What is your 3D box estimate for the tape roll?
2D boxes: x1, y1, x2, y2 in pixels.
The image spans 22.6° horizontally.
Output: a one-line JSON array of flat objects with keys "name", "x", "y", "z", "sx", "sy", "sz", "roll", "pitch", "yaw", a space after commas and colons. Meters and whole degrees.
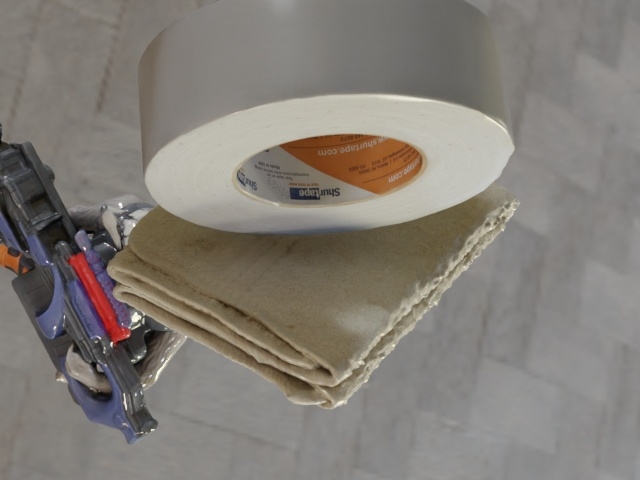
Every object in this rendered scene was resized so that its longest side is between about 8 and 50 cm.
[{"name": "tape roll", "x": 0.002, "y": -0.072, "z": 0.948, "sx": 0.219, "sy": 0.219, "sz": 0.072, "roll": 14, "pitch": 63, "yaw": -42}]

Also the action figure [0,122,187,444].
[{"name": "action figure", "x": -0.215, "y": -0.003, "z": 1.430, "sx": 0.178, "sy": 0.330, "sz": 0.341, "roll": -30, "pitch": 103, "yaw": -32}]

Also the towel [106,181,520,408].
[{"name": "towel", "x": 0.000, "y": 0.000, "z": 1.099, "sx": 0.282, "sy": 0.187, "sz": 0.049, "roll": -41, "pitch": 152, "yaw": -47}]
